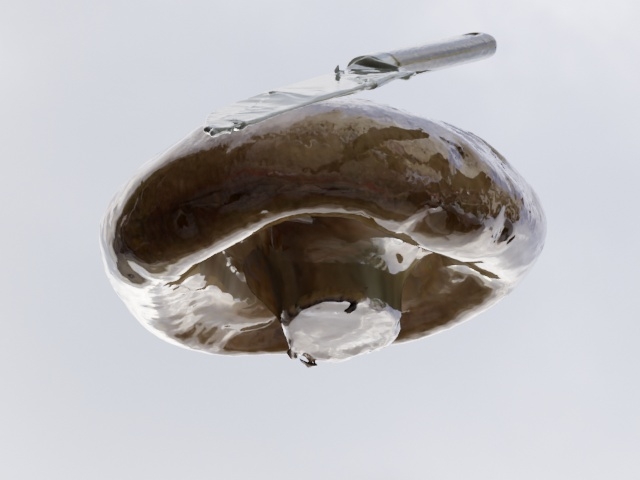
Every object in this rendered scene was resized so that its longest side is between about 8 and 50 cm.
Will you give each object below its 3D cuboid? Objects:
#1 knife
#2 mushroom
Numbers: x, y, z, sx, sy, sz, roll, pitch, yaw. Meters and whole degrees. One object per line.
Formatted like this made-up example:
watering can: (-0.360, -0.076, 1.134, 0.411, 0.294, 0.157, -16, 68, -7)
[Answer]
knife: (0.025, -0.081, 0.783, 0.047, 0.298, 0.017, 11, -73, 29)
mushroom: (0.000, 0.000, 0.974, 0.278, 0.278, 0.146, -28, -123, 42)
